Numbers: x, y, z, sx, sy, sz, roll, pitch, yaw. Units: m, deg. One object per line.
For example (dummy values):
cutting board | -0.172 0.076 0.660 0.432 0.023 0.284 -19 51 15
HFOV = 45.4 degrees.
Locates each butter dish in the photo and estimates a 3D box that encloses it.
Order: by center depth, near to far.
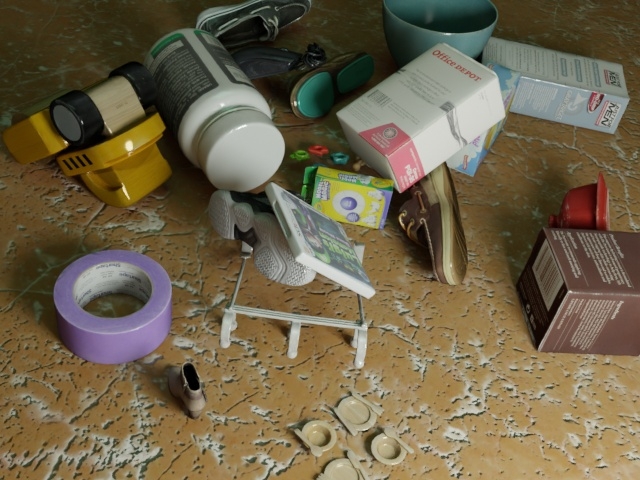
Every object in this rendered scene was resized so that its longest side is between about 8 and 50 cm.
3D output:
butter dish | 0.531 -0.039 1.579 0.118 0.160 0.160 0 38 24

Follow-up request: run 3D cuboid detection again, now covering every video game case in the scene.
video game case | 0.000 0.000 1.263 0.190 0.022 0.173 30 26 -43

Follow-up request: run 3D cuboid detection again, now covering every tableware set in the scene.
tableware set | 0.049 0.311 1.178 0.168 0.020 0.141 -25 53 -33

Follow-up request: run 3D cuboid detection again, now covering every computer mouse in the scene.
computer mouse | -0.123 -0.440 1.847 0.272 0.072 0.188 -11 21 6

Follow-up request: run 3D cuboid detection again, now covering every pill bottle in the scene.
pill bottle | -0.228 -0.276 1.617 0.204 0.204 0.361 -14 48 -25

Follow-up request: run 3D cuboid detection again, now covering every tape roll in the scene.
tape roll | -0.343 0.107 1.275 0.189 0.080 0.189 6 43 -6

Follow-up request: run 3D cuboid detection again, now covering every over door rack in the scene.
over door rack | -0.039 0.103 1.337 0.239 0.108 0.324 8 28 -3

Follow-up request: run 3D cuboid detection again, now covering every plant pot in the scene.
plant pot | 0.293 -0.518 1.983 0.290 0.195 0.290 3 43 -3

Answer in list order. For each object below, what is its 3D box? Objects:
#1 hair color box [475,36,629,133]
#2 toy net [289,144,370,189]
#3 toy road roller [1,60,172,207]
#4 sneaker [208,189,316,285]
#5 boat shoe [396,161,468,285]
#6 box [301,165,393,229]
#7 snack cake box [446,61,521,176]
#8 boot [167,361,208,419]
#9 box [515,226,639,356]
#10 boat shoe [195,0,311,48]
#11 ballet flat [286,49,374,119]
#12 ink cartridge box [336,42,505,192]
hair color box | 0.589 -0.408 1.990 0.374 0.114 0.185 12 43 3
toy net | 0.052 -0.173 1.686 0.232 0.045 0.122 -15 39 -29
toy road roller | -0.444 -0.188 1.524 0.329 0.241 0.202 -5 27 43
sneaker | -0.066 -0.020 1.336 0.153 0.101 0.268 -14 38 -41
boat shoe | 0.214 -0.036 1.533 0.123 0.123 0.342 -16 44 16
box | 0.050 -0.088 1.544 0.179 0.105 0.043 12 42 2
snack cake box | 0.375 -0.288 1.789 0.089 0.152 0.264 24 45 15
boot | -0.206 0.216 1.179 0.042 0.087 0.118 -19 49 -26
box | 0.492 0.094 1.391 0.203 0.167 0.168 4 42 -7
boat shoe | -0.162 -0.574 2.035 0.335 0.121 0.119 -23 59 -18
ballet flat | -0.003 -0.383 1.861 0.124 0.116 0.342 13 38 33
ink cartridge box | 0.209 -0.260 1.592 0.283 0.117 0.207 -35 45 -7
